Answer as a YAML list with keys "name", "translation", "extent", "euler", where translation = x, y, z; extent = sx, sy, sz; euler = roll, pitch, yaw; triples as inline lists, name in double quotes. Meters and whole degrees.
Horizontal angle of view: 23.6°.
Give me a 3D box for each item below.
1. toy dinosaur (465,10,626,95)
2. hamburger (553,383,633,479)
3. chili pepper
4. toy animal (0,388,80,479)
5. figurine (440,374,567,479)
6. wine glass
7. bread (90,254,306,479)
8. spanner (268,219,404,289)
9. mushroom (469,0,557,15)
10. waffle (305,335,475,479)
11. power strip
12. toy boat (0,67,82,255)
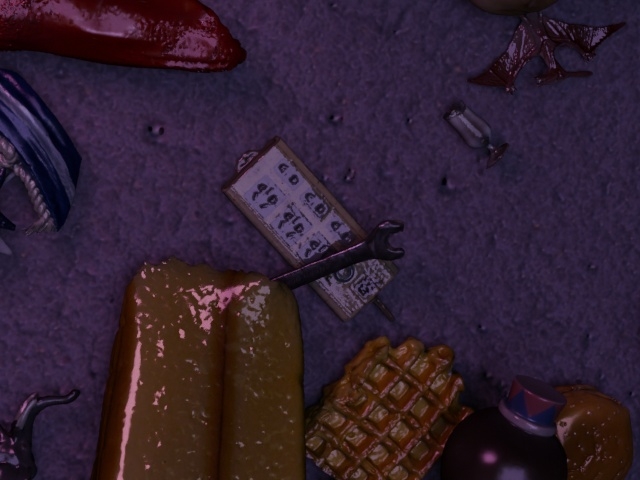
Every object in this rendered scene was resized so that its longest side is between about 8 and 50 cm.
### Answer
- name: "toy dinosaur"
  translation: [0.266, -0.229, 1.805]
  extent: [0.220, 0.032, 0.108]
  euler: [-22, 101, -12]
- name: "hamburger"
  translation: [0.309, 0.245, 1.870]
  extent: [0.147, 0.083, 0.138]
  euler: [-13, 102, -16]
- name: "chili pepper"
  translation: [-0.266, -0.242, 1.630]
  extent: [0.388, 0.110, 0.110]
  euler: [8, 97, -15]
- name: "toy animal"
  translation: [-0.383, 0.266, 1.703]
  extent: [0.137, 0.082, 0.269]
  euler: [25, 89, -20]
- name: "figurine"
  translation: [0.213, 0.288, 1.780]
  extent: [0.158, 0.161, 0.275]
  euler: [5, 125, -8]
- name: "wine glass"
  translation: [0.181, -0.125, 1.796]
  extent: [0.083, 0.039, 0.042]
  euler: [43, 79, -15]
- name: "bread"
  translation: [-0.139, 0.221, 1.753]
  extent: [0.233, 0.245, 0.361]
  euler: [8, 71, -12]
- name: "spanner"
  translation: [-0.018, 0.039, 1.750]
  extent: [0.255, 0.015, 0.054]
  euler: [-22, 111, 7]
- name: "mushroom"
  translation: [0.218, -0.321, 1.730]
  extent: [0.112, 0.148, 0.148]
  euler: [-33, 112, -52]
- name: "waffle"
  translation: [0.083, 0.204, 1.819]
  extent: [0.160, 0.055, 0.211]
  euler: [41, 89, -18]
- name: "power strip"
  translation: [0.000, 0.000, 1.774]
  extent: [0.092, 0.034, 0.268]
  euler: [-43, 106, -4]
- name: "toy boat"
  translation: [-0.377, -0.044, 1.636]
  extent: [0.210, 0.070, 0.291]
  euler: [28, 80, -20]
